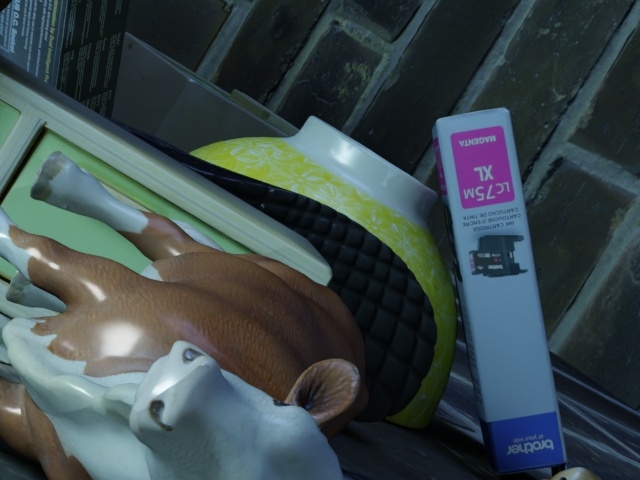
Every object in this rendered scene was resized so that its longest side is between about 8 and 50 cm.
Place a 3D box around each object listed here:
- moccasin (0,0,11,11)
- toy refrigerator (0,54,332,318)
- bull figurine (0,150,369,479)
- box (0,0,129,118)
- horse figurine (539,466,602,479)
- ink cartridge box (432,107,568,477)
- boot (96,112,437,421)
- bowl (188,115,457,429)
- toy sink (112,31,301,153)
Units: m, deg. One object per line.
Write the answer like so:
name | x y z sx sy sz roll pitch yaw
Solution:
moccasin | -0.337 -0.208 0.945 0.380 0.147 0.139 29 25 -58
toy refrigerator | -0.136 -0.016 0.841 0.269 0.102 0.094 32 4 -14
bull figurine | -0.064 0.047 0.640 0.188 0.101 0.310 31 4 7
box | -0.254 -0.240 1.309 0.242 0.307 0.076 34 40 26
horse figurine | 0.183 0.192 1.022 0.174 0.066 0.263 38 7 1
ink cartridge box | 0.137 0.058 1.284 0.065 0.311 0.186 -12 2 3
boot | -0.092 -0.014 1.083 0.338 0.118 0.222 33 -1 -21
bowl | 0.000 0.000 1.279 0.289 0.156 0.289 31 4 -2
toy sink | -0.107 -0.088 1.668 0.234 0.131 0.153 29 6 -39
